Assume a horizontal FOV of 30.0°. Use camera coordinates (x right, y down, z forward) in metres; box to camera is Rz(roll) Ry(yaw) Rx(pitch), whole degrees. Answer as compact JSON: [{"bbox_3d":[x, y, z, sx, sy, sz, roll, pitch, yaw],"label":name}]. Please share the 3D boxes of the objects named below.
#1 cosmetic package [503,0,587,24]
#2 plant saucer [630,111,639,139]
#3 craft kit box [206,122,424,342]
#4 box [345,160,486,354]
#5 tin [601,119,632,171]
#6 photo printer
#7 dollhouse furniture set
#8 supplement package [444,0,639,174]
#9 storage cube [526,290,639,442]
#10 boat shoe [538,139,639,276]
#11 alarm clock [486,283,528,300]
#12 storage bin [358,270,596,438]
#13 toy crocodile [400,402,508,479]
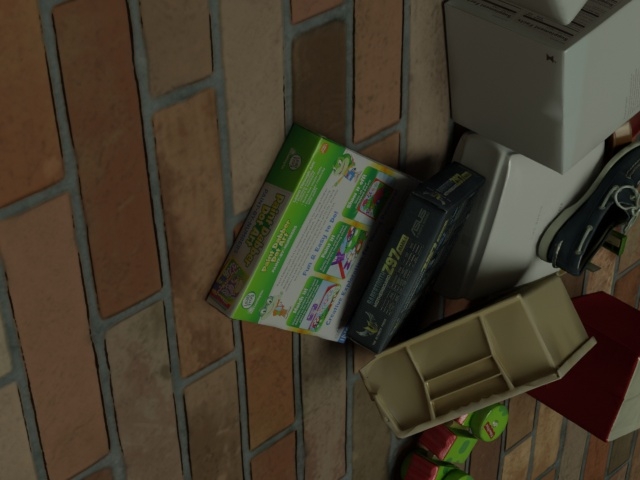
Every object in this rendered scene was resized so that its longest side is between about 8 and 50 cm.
[{"bbox_3d":[0.159,-0.491,1.139,0.329,0.327,0.394,-52,144,-9],"label":"cosmetic package"},{"bbox_3d":[0.527,-0.311,1.916,0.259,0.047,0.258,-43,141,-18],"label":"plant saucer"},{"bbox_3d":[0.000,0.000,1.532,0.246,0.061,0.250,19,100,-55],"label":"craft kit box"},{"bbox_3d":[0.130,0.020,1.613,0.183,0.059,0.233,-37,153,-61],"label":"box"},{"bbox_3d":[0.446,-0.158,1.867,0.040,0.106,0.190,-18,147,-7],"label":"tin"},{"bbox_3d":[0.304,-0.054,1.788,0.307,0.107,0.256,-12,124,-46],"label":"photo printer"},{"bbox_3d":[0.461,0.021,2.065,0.151,0.058,0.076,-21,129,-39],"label":"dollhouse furniture set"},{"bbox_3d":[0.329,-0.265,1.597,0.262,0.198,0.199,-37,139,-26],"label":"supplement package"},{"bbox_3d":[0.512,0.225,2.156,0.215,0.193,0.184,-9,122,-46],"label":"storage cube"},{"bbox_3d":[0.431,-0.049,1.781,0.254,0.079,0.095,-43,145,-20],"label":"boat shoe"},{"bbox_3d":[0.305,0.129,1.918,0.192,0.064,0.129,-7,95,-55],"label":"alarm clock"},{"bbox_3d":[0.223,0.159,1.682,0.260,0.123,0.262,-26,176,23],"label":"storage bin"},{"bbox_3d":[0.205,0.334,1.951,0.105,0.115,0.340,16,101,-45],"label":"toy crocodile"}]
